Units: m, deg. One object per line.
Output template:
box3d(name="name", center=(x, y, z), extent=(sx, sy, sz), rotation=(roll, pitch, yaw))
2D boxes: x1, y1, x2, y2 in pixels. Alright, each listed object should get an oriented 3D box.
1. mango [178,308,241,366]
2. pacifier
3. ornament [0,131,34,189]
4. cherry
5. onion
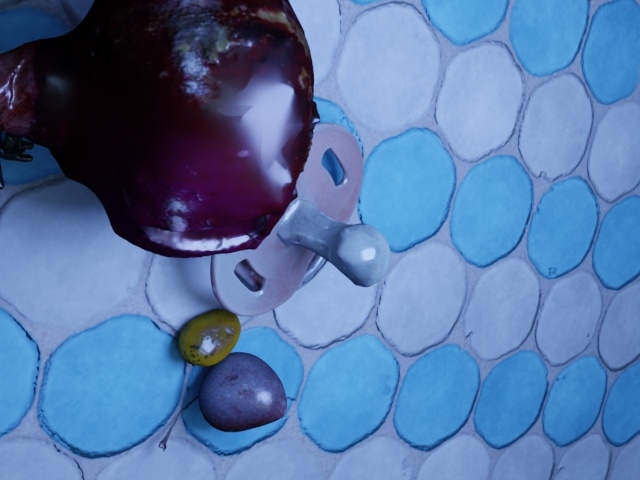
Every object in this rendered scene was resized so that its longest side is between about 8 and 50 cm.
box3d(name="mango", center=(-0.170, 0.149, 1.234), extent=(0.079, 0.057, 0.114), rotation=(48, 50, 0))
box3d(name="pacifier", center=(-0.027, -0.020, 1.196), extent=(0.220, 0.273, 0.332), rotation=(41, 77, -18))
box3d(name="ornament", center=(-0.457, -0.126, 0.952), extent=(0.236, 0.080, 0.202), rotation=(-45, 126, -14))
box3d(name="cherry", center=(-0.136, 0.262, 1.228), extent=(0.188, 0.148, 0.115), rotation=(-57, 173, -37))
box3d(name="onion", center=(-0.228, -0.172, 0.937), extent=(0.420, 0.398, 0.398), rotation=(-2, 105, -16))
